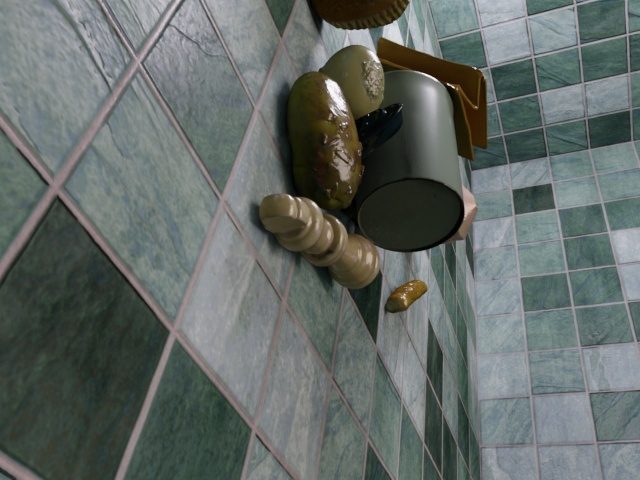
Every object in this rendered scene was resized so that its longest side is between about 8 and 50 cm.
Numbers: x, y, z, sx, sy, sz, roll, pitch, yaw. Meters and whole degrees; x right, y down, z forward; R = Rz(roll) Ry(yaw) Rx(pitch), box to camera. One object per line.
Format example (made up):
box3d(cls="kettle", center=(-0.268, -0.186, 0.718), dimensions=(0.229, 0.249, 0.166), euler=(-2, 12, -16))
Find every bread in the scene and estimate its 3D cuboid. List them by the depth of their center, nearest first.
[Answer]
box3d(cls="bread", center=(0.097, -0.632, 1.546), dimensions=(0.142, 0.253, 0.227), euler=(-20, 108, -68))

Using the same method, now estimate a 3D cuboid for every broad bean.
box3d(cls="broad bean", center=(0.094, -0.068, 1.593), dimensions=(0.297, 0.043, 0.060), euler=(34, 39, -64))

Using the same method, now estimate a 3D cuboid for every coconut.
box3d(cls="coconut", center=(0.405, -0.098, 2.149), dimensions=(0.233, 0.245, 0.233), euler=(-8, 90, -73))

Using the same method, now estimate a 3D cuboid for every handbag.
box3d(cls="handbag", center=(0.291, -0.402, 1.808), dimensions=(0.133, 0.401, 0.283), euler=(-41, 138, -20))

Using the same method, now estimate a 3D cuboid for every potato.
box3d(cls="potato", center=(0.009, -0.204, 1.282), dimensions=(0.176, 0.141, 0.298), euler=(29, 55, -73))

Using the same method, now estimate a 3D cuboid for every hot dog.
box3d(cls="hot dog", center=(0.257, 0.161, 1.877), dimensions=(0.286, 0.087, 0.061), euler=(-20, 95, -72))

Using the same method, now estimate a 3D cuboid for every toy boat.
box3d(cls="toy boat", center=(0.082, -0.226, 1.382), dimensions=(0.103, 0.246, 0.093), euler=(43, 37, -23))

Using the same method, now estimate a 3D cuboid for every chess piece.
box3d(cls="chess piece", center=(0.000, 0.000, 1.225), dimensions=(0.397, 0.117, 0.117), euler=(33, 51, -61))

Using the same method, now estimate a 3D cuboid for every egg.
box3d(cls="egg", center=(0.063, -0.343, 1.447), dimensions=(0.202, 0.164, 0.164), euler=(-69, 163, 10))

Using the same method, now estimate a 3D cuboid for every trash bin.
box3d(cls="trash bin", center=(0.203, -0.210, 1.555), dimensions=(0.280, 0.280, 0.432), euler=(60, 23, -45))
